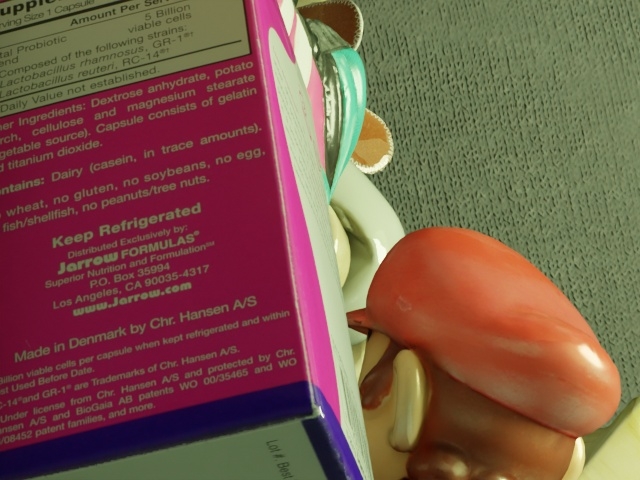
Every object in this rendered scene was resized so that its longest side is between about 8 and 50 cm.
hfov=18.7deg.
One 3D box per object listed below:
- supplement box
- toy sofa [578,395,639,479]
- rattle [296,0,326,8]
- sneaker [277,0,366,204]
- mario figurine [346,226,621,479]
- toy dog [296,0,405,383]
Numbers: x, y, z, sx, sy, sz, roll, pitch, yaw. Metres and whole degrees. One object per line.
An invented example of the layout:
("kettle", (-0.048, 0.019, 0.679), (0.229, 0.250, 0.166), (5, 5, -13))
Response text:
("supplement box", (-0.053, 0.009, 0.682), (0.111, 0.114, 0.220), (69, 10, -51))
("toy sofa", (0.142, 0.230, 1.380), (0.150, 0.177, 0.362), (47, -20, -8))
("rattle", (-0.037, -0.175, 1.390), (0.143, 0.130, 0.199), (-61, 149, -82))
("sneaker", (-0.049, -0.110, 0.936), (0.178, 0.124, 0.295), (-71, 155, -72))
("mario figurine", (0.025, 0.148, 0.830), (0.198, 0.170, 0.320), (85, 16, -72))
("toy dog", (0.007, -0.063, 1.247), (0.220, 0.161, 0.333), (49, 29, -80))
